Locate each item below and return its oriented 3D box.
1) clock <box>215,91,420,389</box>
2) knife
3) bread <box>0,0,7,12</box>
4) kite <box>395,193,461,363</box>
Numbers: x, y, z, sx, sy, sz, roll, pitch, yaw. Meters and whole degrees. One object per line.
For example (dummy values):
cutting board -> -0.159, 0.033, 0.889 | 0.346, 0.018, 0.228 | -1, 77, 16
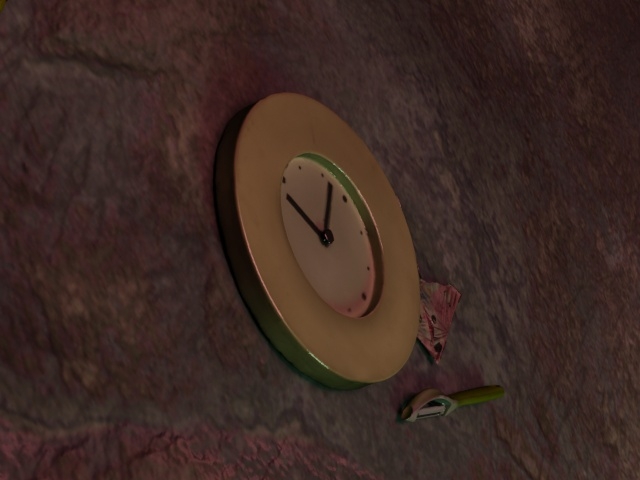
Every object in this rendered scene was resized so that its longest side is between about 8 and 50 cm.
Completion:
clock -> 0.000, 0.000, 1.182 | 0.235, 0.029, 0.235 | 35, 43, -42
knife -> 0.111, 0.131, 1.295 | 0.184, 0.022, 0.026 | 0, 98, -60
bread -> -0.222, -0.178, 0.864 | 0.139, 0.071, 0.130 | 55, 36, -24
kite -> 0.085, 0.033, 1.329 | 0.137, 0.005, 0.152 | 18, 57, -54
